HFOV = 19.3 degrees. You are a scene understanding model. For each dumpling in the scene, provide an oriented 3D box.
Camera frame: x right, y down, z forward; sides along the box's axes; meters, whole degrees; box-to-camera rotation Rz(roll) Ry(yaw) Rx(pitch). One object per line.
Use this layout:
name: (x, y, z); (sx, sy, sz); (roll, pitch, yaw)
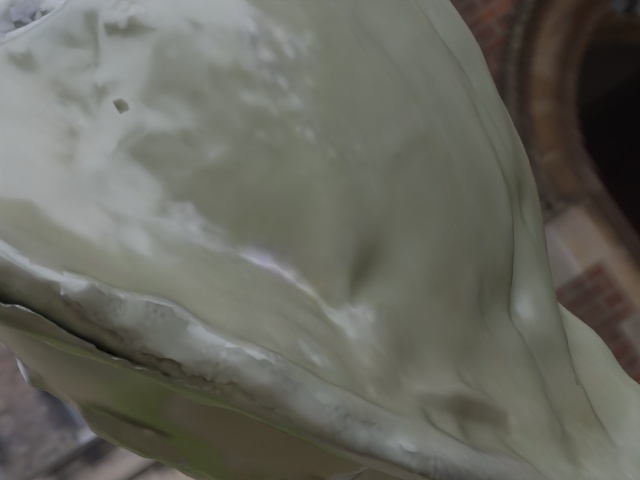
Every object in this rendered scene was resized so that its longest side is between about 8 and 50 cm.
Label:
dumpling: (0.000, 0.000, 0.718); (0.233, 0.316, 0.395); (-62, -16, 10)
